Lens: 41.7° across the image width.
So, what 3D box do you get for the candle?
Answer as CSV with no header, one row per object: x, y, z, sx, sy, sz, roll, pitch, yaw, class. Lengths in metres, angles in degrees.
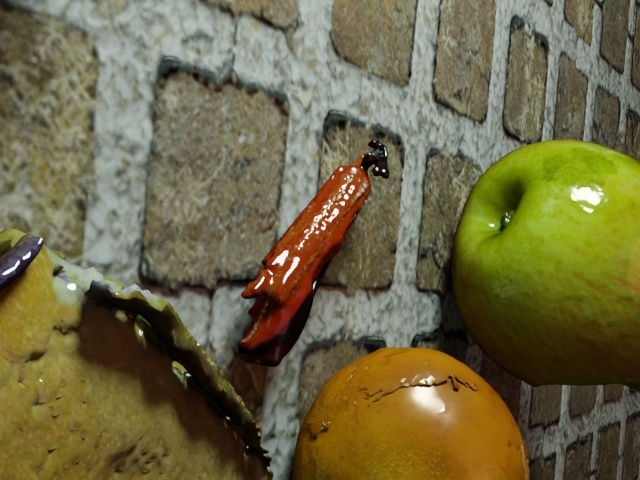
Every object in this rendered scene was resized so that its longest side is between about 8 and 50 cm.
0.000,0.000,0.848,0.301,0.059,0.084,-56,149,-34,candle

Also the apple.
0.334,0.035,1.123,0.340,0.340,0.339,-10,102,-56,apple

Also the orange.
0.090,0.228,0.854,0.240,0.240,0.239,-10,102,-56,orange

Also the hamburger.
-0.171,0.155,0.459,0.276,0.195,0.318,-64,147,-37,hamburger
